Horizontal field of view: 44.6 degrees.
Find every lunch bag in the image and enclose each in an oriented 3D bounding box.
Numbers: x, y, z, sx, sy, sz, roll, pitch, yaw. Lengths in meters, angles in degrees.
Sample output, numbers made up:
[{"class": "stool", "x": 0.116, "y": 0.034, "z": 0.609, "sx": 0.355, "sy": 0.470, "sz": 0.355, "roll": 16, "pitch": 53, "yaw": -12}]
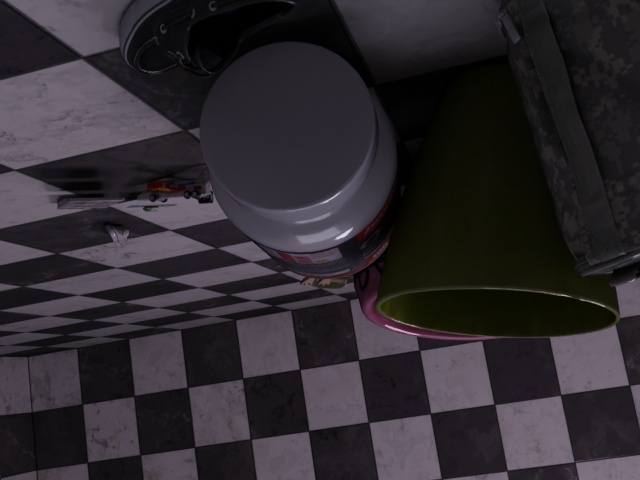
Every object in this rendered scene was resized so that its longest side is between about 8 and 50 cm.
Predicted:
[{"class": "lunch bag", "x": 0.314, "y": -0.117, "z": 0.753, "sx": 0.256, "sy": 0.304, "sz": 0.213, "roll": -5, "pitch": 166, "yaw": -35}]

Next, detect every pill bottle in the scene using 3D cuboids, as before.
[{"class": "pill bottle", "x": -0.012, "y": -0.077, "z": 0.916, "sx": 0.210, "sy": 0.210, "sz": 0.363, "roll": -10, "pitch": 169, "yaw": 5}]

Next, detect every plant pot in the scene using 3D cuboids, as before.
[{"class": "plant pot", "x": 0.212, "y": -0.051, "z": 0.947, "sx": 0.275, "sy": 0.293, "sz": 0.275, "roll": 4, "pitch": 163, "yaw": 1}]

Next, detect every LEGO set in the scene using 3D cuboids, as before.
[{"class": "LEGO set", "x": -0.273, "y": -0.078, "z": 1.208, "sx": 0.245, "sy": 0.060, "sz": 0.182, "roll": -3, "pitch": 180, "yaw": -23}]

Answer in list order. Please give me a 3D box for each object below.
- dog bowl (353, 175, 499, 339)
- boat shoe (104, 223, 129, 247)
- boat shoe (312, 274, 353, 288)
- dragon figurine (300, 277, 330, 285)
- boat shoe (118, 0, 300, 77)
[{"class": "dog bowl", "x": 0.233, "y": 0.043, "z": 1.232, "sx": 0.408, "sy": 0.150, "sz": 0.408, "roll": 1, "pitch": 156, "yaw": 1}, {"class": "boat shoe", "x": -0.372, "y": -0.014, "z": 1.441, "sx": 0.035, "sy": 0.035, "sz": 0.100, "roll": -35, "pitch": 169, "yaw": -11}, {"class": "boat shoe", "x": 0.046, "y": 0.039, "z": 1.838, "sx": 0.113, "sy": 0.103, "sz": 0.302, "roll": 9, "pitch": 165, "yaw": -17}, {"class": "dragon figurine", "x": 0.000, "y": 0.000, "z": 1.646, "sx": 0.085, "sy": 0.144, "sz": 0.289, "roll": 0, "pitch": 147, "yaw": -32}, {"class": "boat shoe", "x": -0.096, "y": -0.181, "z": 0.669, "sx": 0.229, "sy": 0.076, "sz": 0.080, "roll": -18, "pitch": 165, "yaw": 40}]
